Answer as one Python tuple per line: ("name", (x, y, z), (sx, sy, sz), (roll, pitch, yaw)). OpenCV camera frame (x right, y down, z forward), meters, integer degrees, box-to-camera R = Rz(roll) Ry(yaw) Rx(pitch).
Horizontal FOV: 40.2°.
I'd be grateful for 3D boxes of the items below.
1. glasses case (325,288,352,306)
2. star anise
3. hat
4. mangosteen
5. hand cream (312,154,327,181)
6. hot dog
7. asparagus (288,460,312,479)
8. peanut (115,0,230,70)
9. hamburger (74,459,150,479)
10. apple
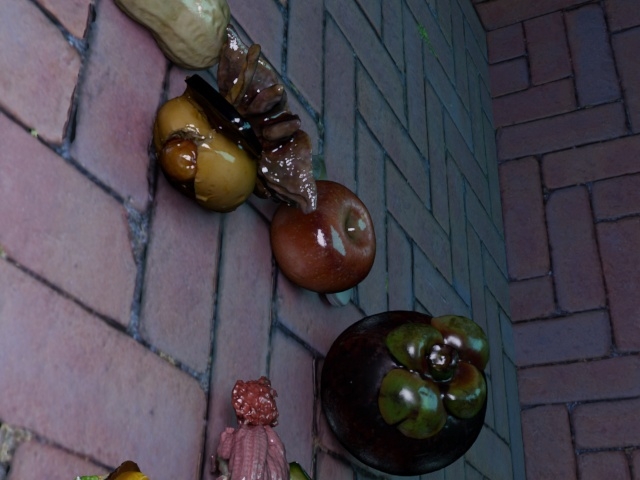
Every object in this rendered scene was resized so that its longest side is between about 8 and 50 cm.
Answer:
("glasses case", (0.034, 0.033, 1.669), (0.076, 0.049, 0.197), (49, 37, -48))
("star anise", (-0.093, -0.173, 1.299), (0.292, 0.109, 0.349), (59, -9, -15))
("hat", (-0.093, 0.325, 1.169), (0.236, 0.107, 0.286), (97, -10, -72))
("mangosteen", (0.142, 0.248, 1.499), (0.300, 0.301, 0.300), (42, 42, -54))
("hand cream", (-0.018, -0.138, 1.650), (0.194, 0.042, 0.067), (-2, 79, -71))
("hot dog", (-0.149, -0.095, 1.188), (0.194, 0.107, 0.326), (44, -9, 22))
("asparagus", (0.011, 0.443, 1.389), (0.287, 0.080, 0.080), (55, 32, -44))
("peanut", (-0.206, -0.335, 1.214), (0.256, 0.124, 0.123), (47, 38, -54))
("hamburger", (-0.228, 0.302, 0.894), (0.166, 0.087, 0.137), (-36, 111, -66))
("apple", (0.000, 0.000, 1.484), (0.201, 0.162, 0.201), (31, 50, -45))
